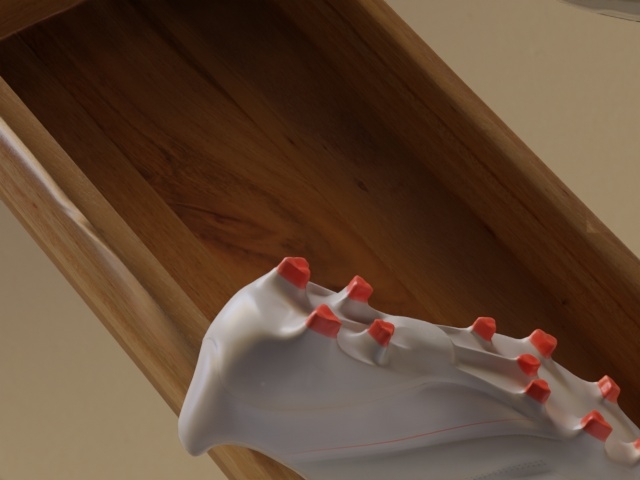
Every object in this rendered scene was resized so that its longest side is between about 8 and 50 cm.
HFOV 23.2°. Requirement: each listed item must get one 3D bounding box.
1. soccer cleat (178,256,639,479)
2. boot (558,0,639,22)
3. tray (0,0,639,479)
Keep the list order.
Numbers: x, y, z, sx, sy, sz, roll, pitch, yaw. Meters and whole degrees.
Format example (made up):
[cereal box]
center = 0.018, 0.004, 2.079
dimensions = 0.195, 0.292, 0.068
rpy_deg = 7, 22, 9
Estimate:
[soccer cleat]
center = 0.040, 0.066, 0.566
dimensions = 0.076, 0.196, 0.068
rpy_deg = -56, -148, 22
[boot]
center = 0.187, -0.099, 0.663
dimensions = 0.244, 0.176, 0.088
rpy_deg = 24, -94, 34
[tray]
center = 0.000, 0.000, 0.733
dimensions = 0.203, 0.076, 0.411
rpy_deg = -31, -112, -29
